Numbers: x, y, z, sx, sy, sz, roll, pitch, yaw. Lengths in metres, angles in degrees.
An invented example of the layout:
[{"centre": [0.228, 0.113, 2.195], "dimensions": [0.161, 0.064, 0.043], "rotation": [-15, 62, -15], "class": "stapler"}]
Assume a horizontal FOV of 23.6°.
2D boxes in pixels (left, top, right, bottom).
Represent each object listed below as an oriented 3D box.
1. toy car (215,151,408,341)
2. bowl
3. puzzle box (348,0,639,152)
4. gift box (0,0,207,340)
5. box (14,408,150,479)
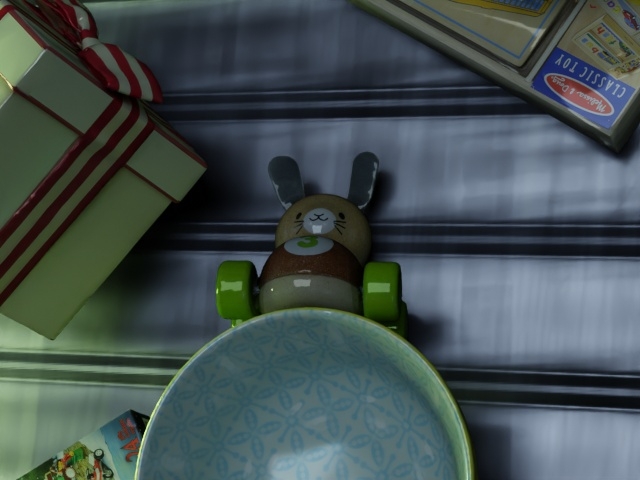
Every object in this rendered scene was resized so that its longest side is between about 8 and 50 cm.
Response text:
[{"centre": [0.000, 0.000, 1.368], "dimensions": [0.155, 0.149, 0.188], "rotation": [0, 62, 8], "class": "toy car"}, {"centre": [0.006, 0.213, 1.284], "dimensions": [0.289, 0.156, 0.289], "rotation": [-6, 72, 18], "class": "bowl"}, {"centre": [0.178, -0.292, 1.428], "dimensions": [0.409, 0.052, 0.272], "rotation": [33, 88, 25], "class": "puzzle box"}, {"centre": [-0.275, -0.096, 1.436], "dimensions": [0.258, 0.276, 0.255], "rotation": [-50, 51, 5], "class": "gift box"}, {"centre": [-0.184, 0.294, 1.391], "dimensions": [0.159, 0.044, 0.233], "rotation": [-32, 66, 9], "class": "box"}]
